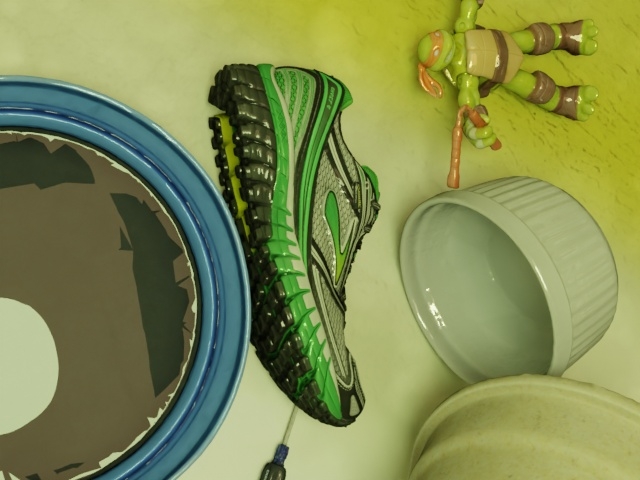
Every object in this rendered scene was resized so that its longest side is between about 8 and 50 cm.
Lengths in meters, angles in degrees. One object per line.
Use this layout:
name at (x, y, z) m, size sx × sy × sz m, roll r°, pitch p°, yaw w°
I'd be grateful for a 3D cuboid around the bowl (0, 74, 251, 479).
bowl at (-0.255, 0.058, 0.856) m, size 0.391 × 0.077 × 0.390 m, roll 2°, pitch 84°, yaw -19°

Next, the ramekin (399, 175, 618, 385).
ramekin at (0.181, 0.037, 0.951) m, size 0.109 × 0.207 × 0.207 m, roll -24°, pitch 93°, yaw -29°

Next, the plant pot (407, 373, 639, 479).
plant pot at (0.149, 0.328, 0.784) m, size 0.333 × 0.334 × 0.305 m, roll 56°, pitch 44°, yaw -7°

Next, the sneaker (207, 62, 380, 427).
sneaker at (0.000, 0.000, 0.922) m, size 0.146 × 0.134 × 0.343 m, roll -8°, pitch 87°, yaw -21°

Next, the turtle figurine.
turtle figurine at (0.180, -0.173, 1.029) m, size 0.217 × 0.087 × 0.269 m, roll 4°, pitch 75°, yaw -27°

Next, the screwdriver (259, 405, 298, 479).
screwdriver at (-0.029, 0.180, 0.952) m, size 0.024 × 0.025 × 0.169 m, roll 24°, pitch 78°, yaw -16°
